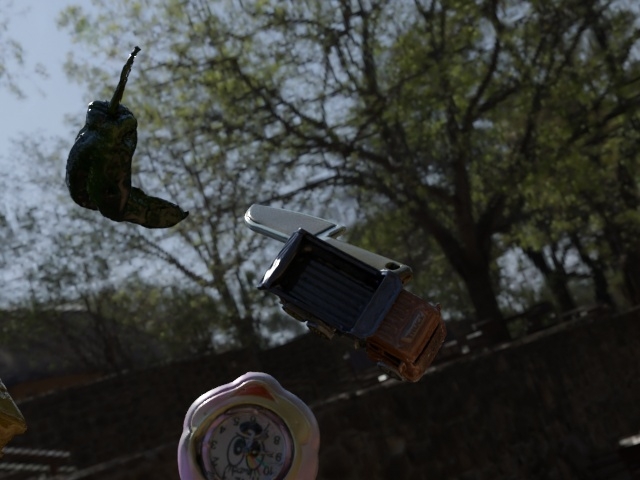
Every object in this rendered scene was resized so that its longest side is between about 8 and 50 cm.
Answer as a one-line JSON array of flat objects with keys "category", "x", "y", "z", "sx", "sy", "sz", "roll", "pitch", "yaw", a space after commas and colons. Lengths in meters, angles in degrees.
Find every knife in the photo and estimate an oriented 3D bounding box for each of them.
[{"category": "knife", "x": 0.001, "y": 0.000, "z": 1.114, "sx": 0.061, "sy": 0.027, "sz": 0.343, "roll": -28, "pitch": 28, "yaw": -28}]

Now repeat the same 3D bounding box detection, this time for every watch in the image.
[{"category": "watch", "x": -0.079, "y": 0.301, "z": 1.138, "sx": 0.211, "sy": 0.248, "sz": 0.217, "roll": 7, "pitch": -25, "yaw": 3}]

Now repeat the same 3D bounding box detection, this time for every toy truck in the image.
[{"category": "toy truck", "x": 0.033, "y": 0.065, "z": 0.966, "sx": 0.083, "sy": 0.192, "sz": 0.092, "roll": -56, "pitch": -18, "yaw": -15}]

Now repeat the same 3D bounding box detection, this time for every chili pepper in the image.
[{"category": "chili pepper", "x": -0.220, "y": -0.080, "z": 1.038, "sx": 0.122, "sy": 0.065, "sz": 0.279, "roll": -35, "pitch": -24, "yaw": -20}]

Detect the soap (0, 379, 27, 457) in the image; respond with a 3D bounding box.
[{"category": "soap", "x": -0.376, "y": 0.131, "z": 0.779, "sx": 0.258, "sy": 0.160, "sz": 0.080, "roll": 2, "pitch": -15, "yaw": 12}]
